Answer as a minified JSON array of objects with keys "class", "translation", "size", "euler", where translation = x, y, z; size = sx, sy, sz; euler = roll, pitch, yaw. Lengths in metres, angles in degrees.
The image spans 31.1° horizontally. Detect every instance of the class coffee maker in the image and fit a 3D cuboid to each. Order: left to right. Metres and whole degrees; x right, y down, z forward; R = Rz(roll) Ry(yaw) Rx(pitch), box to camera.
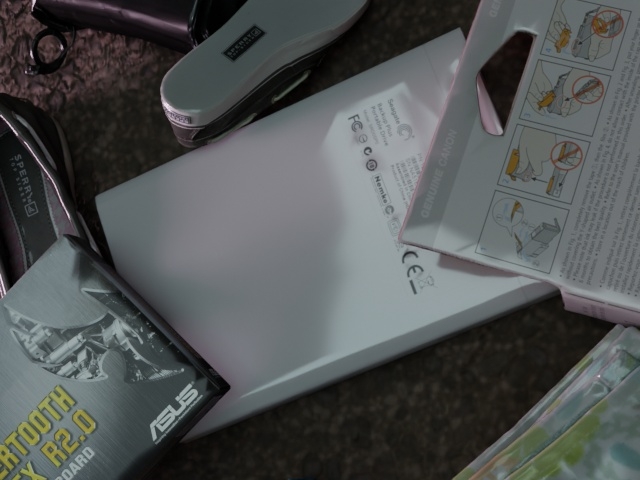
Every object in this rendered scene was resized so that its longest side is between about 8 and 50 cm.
[{"class":"coffee maker","translation":[-0.156,-0.214,1.033],"size":[0.178,0.120,0.171],"euler":[19,112,21]}]

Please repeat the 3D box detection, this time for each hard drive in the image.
[{"class":"hard drive","translation":[0.000,0.000,0.970],"size":[0.353,0.047,0.233],"euler":[-23,75,13]}]

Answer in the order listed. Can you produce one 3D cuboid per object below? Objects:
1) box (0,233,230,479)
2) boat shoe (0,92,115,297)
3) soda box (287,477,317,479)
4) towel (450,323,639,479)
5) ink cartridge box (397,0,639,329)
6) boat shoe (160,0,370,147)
[{"class":"box","translation":[-0.217,0.138,0.938],"size":[0.183,0.056,0.231],"euler":[44,91,7]},{"class":"boat shoe","translation":[-0.246,0.020,1.021],"size":[0.112,0.095,0.335],"euler":[-27,74,12]},{"class":"soda box","translation":[0.050,0.270,0.896],"size":[0.210,0.071,0.067],"euler":[32,90,20]},{"class":"towel","translation":[0.231,0.284,0.780],"size":[0.320,0.090,0.374],"euler":[-40,75,-6]},{"class":"ink cartridge box","translation":[0.230,-0.090,0.876],"size":[0.261,0.066,0.296],"euler":[16,78,19]},{"class":"boat shoe","translation":[-0.044,-0.162,0.993],"size":[0.219,0.070,0.078],"euler":[-38,66,-15]}]
